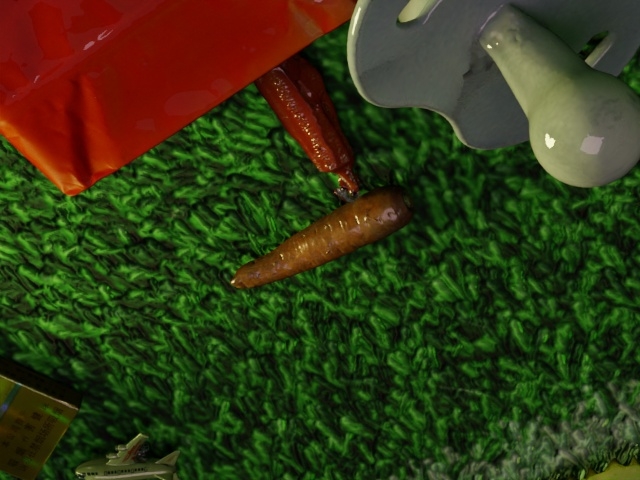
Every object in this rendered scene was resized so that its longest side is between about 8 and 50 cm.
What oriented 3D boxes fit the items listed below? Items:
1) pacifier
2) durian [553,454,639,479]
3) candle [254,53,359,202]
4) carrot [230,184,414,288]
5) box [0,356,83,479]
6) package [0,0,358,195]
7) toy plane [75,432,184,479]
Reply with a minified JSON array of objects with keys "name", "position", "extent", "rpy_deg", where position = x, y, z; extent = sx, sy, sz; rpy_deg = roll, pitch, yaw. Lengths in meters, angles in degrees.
[{"name":"pacifier","position":[0.174,-0.142,1.077],"extent":[0.299,0.233,0.244],"rpy_deg":[16,129,-47]},{"name":"durian","position":[0.290,0.336,1.456],"extent":[0.356,0.169,0.157],"rpy_deg":[-32,117,15]},{"name":"candle","position":[-0.002,-0.098,1.244],"extent":[0.053,0.048,0.162],"rpy_deg":[-32,119,2]},{"name":"carrot","position":[0.000,0.000,1.316],"extent":[0.191,0.047,0.047],"rpy_deg":[-25,120,21]},{"name":"box","position":[-0.353,0.163,1.441],"extent":[0.193,0.030,0.121],"rpy_deg":[26,121,-16]},{"name":"package","position":[-0.126,-0.205,1.130],"extent":[0.424,0.123,0.196],"rpy_deg":[-29,124,20]},{"name":"toy plane","position":[-0.198,0.236,1.479],"extent":[0.111,0.040,0.102],"rpy_deg":[2,122,1]}]
